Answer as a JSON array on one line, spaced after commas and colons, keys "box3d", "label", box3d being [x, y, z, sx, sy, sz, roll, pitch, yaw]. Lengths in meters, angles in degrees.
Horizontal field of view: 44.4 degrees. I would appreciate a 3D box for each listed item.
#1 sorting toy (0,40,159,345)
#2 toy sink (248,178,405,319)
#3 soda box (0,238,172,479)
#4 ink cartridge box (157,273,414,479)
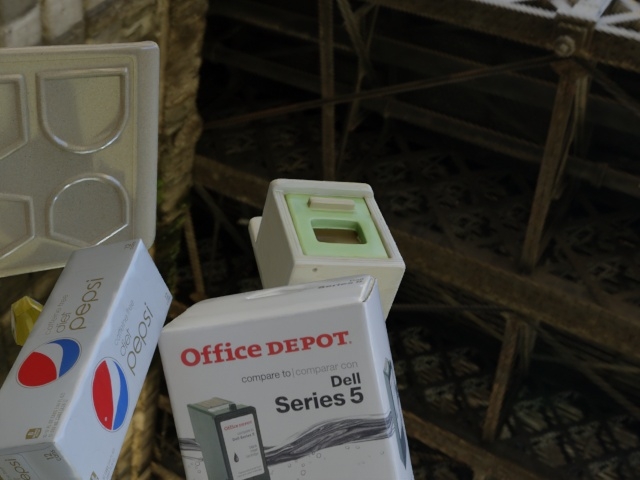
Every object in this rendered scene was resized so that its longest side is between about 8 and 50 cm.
[{"box3d": [-0.255, -0.026, 0.700, 0.041, 0.229, 0.307, 43, -45, 42], "label": "sorting toy"}, {"box3d": [0.000, 0.000, 1.082, 0.152, 0.234, 0.131, 3, -52, -18], "label": "toy sink"}, {"box3d": [-0.182, 0.095, 0.607, 0.069, 0.216, 0.074, -10, -54, 13], "label": "soda box"}, {"box3d": [-0.023, 0.187, 0.744, 0.198, 0.115, 0.273, -10, -83, 10], "label": "ink cartridge box"}]
